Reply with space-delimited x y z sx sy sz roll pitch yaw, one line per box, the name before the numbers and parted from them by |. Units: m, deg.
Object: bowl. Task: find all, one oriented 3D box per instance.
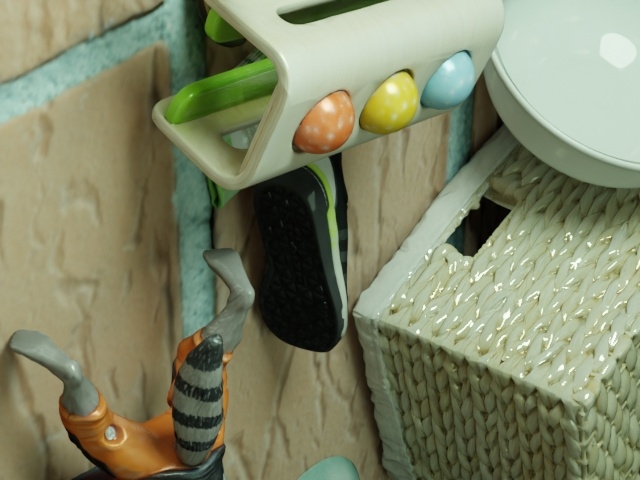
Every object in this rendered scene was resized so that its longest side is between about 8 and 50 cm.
bowl | 0.281 -0.160 1.585 0.298 0.298 0.134 -44 168 -32

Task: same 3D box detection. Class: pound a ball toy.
pound a ball toy | 0.020 -0.155 1.182 0.319 0.136 0.208 -24 149 -48

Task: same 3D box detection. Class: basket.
basket | 0.243 0.108 1.690 0.328 0.266 0.331 -49 148 -28

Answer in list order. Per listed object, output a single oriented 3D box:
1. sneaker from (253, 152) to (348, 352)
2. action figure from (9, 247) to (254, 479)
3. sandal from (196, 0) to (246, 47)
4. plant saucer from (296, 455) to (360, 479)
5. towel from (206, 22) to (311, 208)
sneaker | 0.000 0.000 1.407 0.235 0.084 0.097 90 26 -44
action figure | -0.149 0.211 1.244 0.341 0.178 0.330 -34 128 -45
sandal | -0.033 -0.249 1.203 0.090 0.060 0.219 21 93 -60
plant saucer | -0.004 0.322 1.677 0.195 0.037 0.195 -37 140 -39
towel | -0.044 -0.108 1.322 0.152 0.023 0.113 -46 144 -29
